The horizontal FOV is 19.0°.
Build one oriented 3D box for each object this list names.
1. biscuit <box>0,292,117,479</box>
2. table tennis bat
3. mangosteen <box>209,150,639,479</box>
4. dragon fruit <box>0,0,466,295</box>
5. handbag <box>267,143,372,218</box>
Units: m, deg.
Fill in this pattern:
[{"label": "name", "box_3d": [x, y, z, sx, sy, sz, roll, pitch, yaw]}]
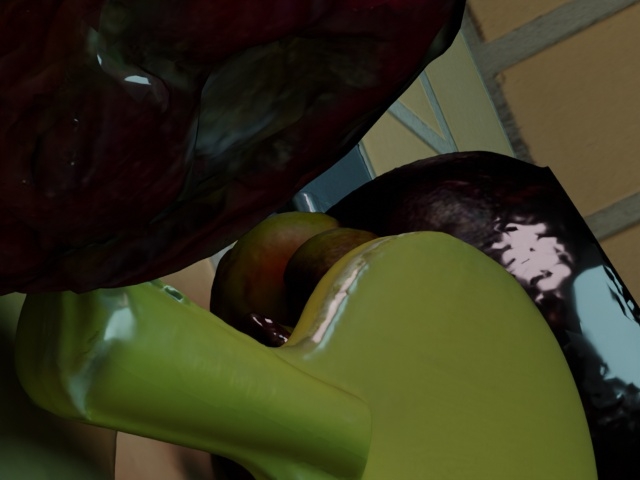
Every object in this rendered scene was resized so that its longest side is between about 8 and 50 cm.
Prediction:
[{"label": "biscuit", "box_3d": [-0.110, 0.101, 0.677, 0.237, 0.062, 0.290, 64, 12, 4]}, {"label": "table tennis bat", "box_3d": [0.015, 0.088, 0.772, 0.368, 0.054, 0.224, 27, 58, -48]}, {"label": "mangosteen", "box_3d": [0.068, 0.078, 1.025, 0.287, 0.233, 0.287, 58, 14, -23]}, {"label": "dragon fruit", "box_3d": [-0.101, -0.136, 0.578, 0.329, 0.329, 0.329, 58, 15, -25]}, {"label": "handbag", "box_3d": [0.000, 0.000, 1.296, 0.229, 0.062, 0.179, 68, 17, 13]}]
